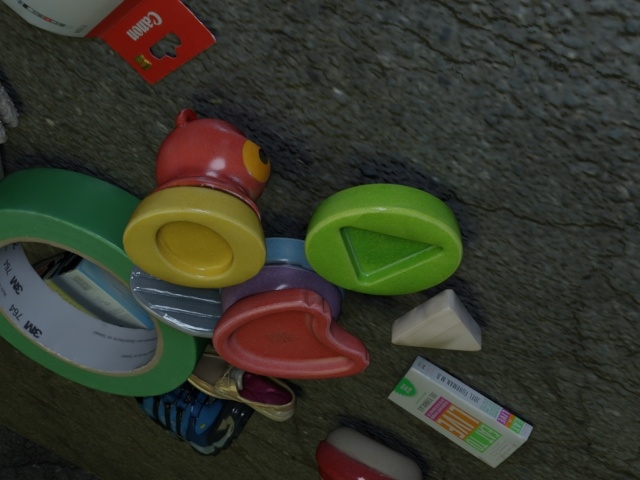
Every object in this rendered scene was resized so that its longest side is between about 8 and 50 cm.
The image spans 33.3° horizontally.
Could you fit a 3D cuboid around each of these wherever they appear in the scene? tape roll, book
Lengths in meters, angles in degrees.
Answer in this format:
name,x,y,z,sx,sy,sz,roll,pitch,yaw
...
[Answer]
name,x,y,z,sx,sy,sz,roll,pitch,yaw
tape roll,-0.281,0.058,1.289,0.321,0.077,0.321,15,138,14
book,0.153,0.186,1.181,0.144,0.035,0.096,32,152,5

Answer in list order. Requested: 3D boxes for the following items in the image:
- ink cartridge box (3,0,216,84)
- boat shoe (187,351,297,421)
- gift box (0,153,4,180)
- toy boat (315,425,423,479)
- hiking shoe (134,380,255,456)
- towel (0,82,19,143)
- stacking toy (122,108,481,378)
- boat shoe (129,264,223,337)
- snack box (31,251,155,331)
name,x,y,z,sx,sy,sz,roll,pitch,yaw
ink cartridge box,-0.188,-0.191,0.864,0.179,0.045,0.145,44,154,-18
boat shoe,-0.107,0.189,1.454,0.170,0.063,0.059,21,152,1
gift box,-0.556,-0.044,1.300,0.255,0.276,0.258,36,157,4
toy boat,0.049,0.358,1.467,0.151,0.151,0.231,24,154,16
hiking shoe,-0.202,0.241,1.589,0.132,0.113,0.304,41,154,-19
towel,-0.422,-0.219,1.081,0.187,0.049,0.282,21,152,19
stacking toy,0.000,0.000,0.983,0.279,0.130,0.309,-6,145,15
boat shoe,-0.099,0.077,1.165,0.226,0.083,0.076,19,166,-6
snack box,-0.310,0.097,1.512,0.187,0.060,0.322,43,153,-19
